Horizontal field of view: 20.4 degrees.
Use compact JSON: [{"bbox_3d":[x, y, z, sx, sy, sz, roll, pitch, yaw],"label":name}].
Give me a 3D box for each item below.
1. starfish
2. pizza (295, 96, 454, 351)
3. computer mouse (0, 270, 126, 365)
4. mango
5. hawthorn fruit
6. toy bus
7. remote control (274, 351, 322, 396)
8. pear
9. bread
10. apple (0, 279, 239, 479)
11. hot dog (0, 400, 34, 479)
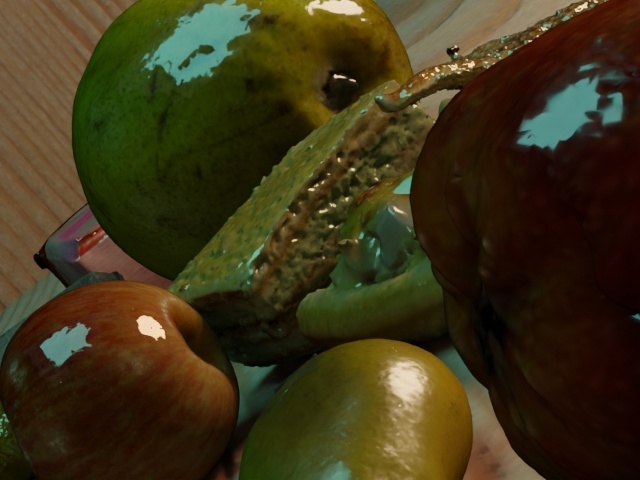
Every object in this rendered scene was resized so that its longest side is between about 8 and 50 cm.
[{"bbox_3d":[0.179,-0.132,1.114,0.295,0.048,0.231,-17,0,-44],"label":"starfish"},{"bbox_3d":[0.109,-0.041,0.971,0.323,0.089,0.223,-28,18,50],"label":"pizza"},{"bbox_3d":[-0.244,0.108,1.704,0.229,0.068,0.113,-32,40,28],"label":"computer mouse"},{"bbox_3d":[0.015,0.096,0.721,0.103,0.076,0.161,-32,19,11],"label":"mango"},{"bbox_3d":[0.120,0.000,0.541,0.179,0.173,0.173,-13,-12,-42],"label":"hawthorn fruit"},{"bbox_3d":[-0.139,-0.036,1.825,0.302,0.127,0.147,-41,14,-17],"label":"toy bus"},{"bbox_3d":[-0.009,0.091,1.020,0.039,0.014,0.096,-39,10,6],"label":"remote control"},{"bbox_3d":[-0.057,-0.085,1.368,0.253,0.253,0.307,-45,19,-29],"label":"pear"},{"bbox_3d":[0.000,0.000,1.150,0.196,0.102,0.138,-48,9,-27],"label":"bread"},{"bbox_3d":[-0.118,0.094,1.065,0.131,0.146,0.146,-29,11,9],"label":"apple"},{"bbox_3d":[-0.288,0.197,1.480,0.289,0.068,0.083,-44,17,-29],"label":"hot dog"}]
